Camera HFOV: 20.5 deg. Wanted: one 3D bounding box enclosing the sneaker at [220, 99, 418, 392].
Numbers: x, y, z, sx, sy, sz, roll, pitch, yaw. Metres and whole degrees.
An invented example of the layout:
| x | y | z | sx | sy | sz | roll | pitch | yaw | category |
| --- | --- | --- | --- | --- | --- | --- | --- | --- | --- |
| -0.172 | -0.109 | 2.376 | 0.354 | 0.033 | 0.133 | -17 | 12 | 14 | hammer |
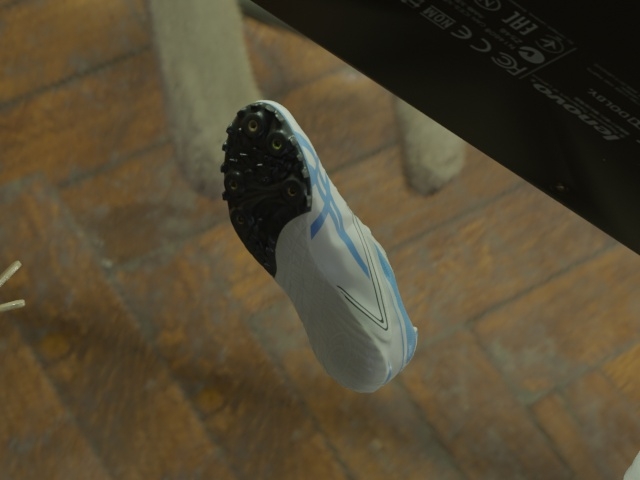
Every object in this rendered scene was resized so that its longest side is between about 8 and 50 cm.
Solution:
| x | y | z | sx | sy | sz | roll | pitch | yaw | category |
| --- | --- | --- | --- | --- | --- | --- | --- | --- | --- |
| 0.000 | 0.000 | 1.319 | 0.086 | 0.085 | 0.237 | -46 | 115 | -51 | sneaker |

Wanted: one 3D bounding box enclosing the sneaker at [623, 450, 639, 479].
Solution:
| x | y | z | sx | sy | sz | roll | pitch | yaw | category |
| --- | --- | --- | --- | --- | --- | --- | --- | --- | --- |
| 0.270 | 0.082 | 0.743 | 0.305 | 0.152 | 0.114 | -12 | 70 | 21 | sneaker |

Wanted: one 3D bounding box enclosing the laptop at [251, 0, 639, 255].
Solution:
| x | y | z | sx | sy | sz | roll | pitch | yaw | category |
| --- | --- | --- | --- | --- | --- | --- | --- | --- | --- |
| 0.079 | -0.149 | 0.444 | 0.382 | 0.408 | 0.236 | 31 | 68 | -15 | laptop |

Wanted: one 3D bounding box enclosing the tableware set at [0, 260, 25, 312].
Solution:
| x | y | z | sx | sy | sz | roll | pitch | yaw | category |
| --- | --- | --- | --- | --- | --- | --- | --- | --- | --- |
| -0.317 | 0.097 | 1.388 | 0.039 | 0.128 | 0.194 | 57 | 43 | -18 | tableware set |
